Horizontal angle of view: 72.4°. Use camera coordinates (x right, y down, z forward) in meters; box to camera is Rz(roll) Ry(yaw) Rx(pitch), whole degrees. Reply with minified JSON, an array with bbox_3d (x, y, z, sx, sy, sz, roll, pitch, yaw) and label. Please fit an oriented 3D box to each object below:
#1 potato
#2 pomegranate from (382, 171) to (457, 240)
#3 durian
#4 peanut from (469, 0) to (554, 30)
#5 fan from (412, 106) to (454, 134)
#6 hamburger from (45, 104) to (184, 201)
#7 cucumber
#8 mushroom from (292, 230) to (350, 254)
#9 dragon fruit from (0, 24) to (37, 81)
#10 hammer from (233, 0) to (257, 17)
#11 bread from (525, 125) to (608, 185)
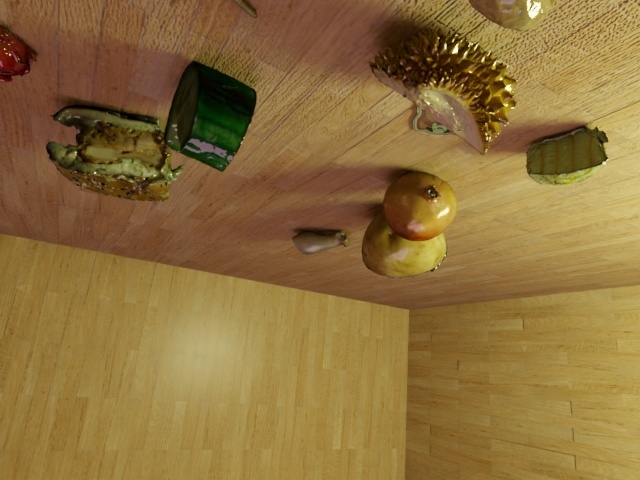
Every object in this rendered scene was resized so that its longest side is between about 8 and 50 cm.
[{"bbox_3d":[0.257,-0.008,1.385,0.285,0.243,0.242,6,165,20],"label":"potato"},{"bbox_3d":[0.261,-0.092,1.149,0.191,0.192,0.191,5,163,1],"label":"pomegranate"},{"bbox_3d":[0.199,-0.257,0.699,0.249,0.183,0.138,18,123,-28],"label":"durian"},{"bbox_3d":[0.214,-0.328,0.513,0.099,0.100,0.214,-6,162,34],"label":"peanut"},{"bbox_3d":[0.256,-0.263,0.858,0.131,0.009,0.220,4,164,1],"label":"fan"},{"bbox_3d":[-0.469,-0.191,1.037,0.287,0.168,0.192,8,161,-12],"label":"hamburger"},{"bbox_3d":[-0.203,-0.229,0.825,0.130,0.191,0.191,13,162,-31],"label":"cucumber"},{"bbox_3d":[0.000,0.000,1.697,0.224,0.093,0.116,-13,173,23],"label":"mushroom"},{"bbox_3d":[-0.583,-0.331,0.784,0.112,0.068,0.126,7,165,-8],"label":"dragon fruit"},{"bbox_3d":[-0.151,-0.374,0.598,0.060,0.028,0.195,-16,157,35],"label":"hammer"},{"bbox_3d":[0.536,-0.166,0.934,0.156,0.103,0.110,-3,158,46],"label":"bread"}]
